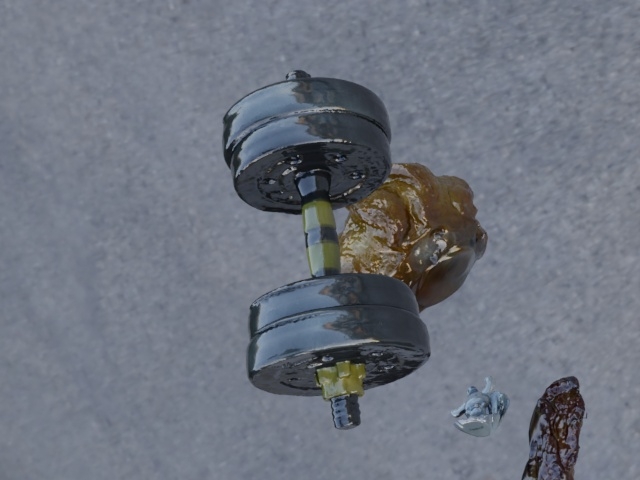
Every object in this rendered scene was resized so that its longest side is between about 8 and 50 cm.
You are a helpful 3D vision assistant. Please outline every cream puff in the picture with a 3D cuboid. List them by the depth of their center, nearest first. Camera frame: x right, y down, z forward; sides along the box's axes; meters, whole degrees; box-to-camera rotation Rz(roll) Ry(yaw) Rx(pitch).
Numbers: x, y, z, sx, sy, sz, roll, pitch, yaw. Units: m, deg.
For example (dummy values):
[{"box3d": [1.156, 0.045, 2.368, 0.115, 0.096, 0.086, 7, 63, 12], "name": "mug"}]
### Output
[{"box3d": [0.128, 0.002, 1.561, 0.155, 0.269, 0.241, 38, 124, 37], "name": "cream puff"}]

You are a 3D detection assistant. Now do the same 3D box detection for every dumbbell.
[{"box3d": [0.000, 0.000, 1.102, 0.185, 0.185, 0.388, -32, 57, 45], "name": "dumbbell"}]

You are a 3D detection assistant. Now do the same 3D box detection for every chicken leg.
[{"box3d": [0.331, 0.353, 1.553, 0.083, 0.177, 0.322, 5, 68, 18], "name": "chicken leg"}]

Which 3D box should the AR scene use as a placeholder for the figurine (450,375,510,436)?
[{"box3d": [0.252, 0.268, 1.737, 0.094, 0.086, 0.082, -20, 134, 33], "name": "figurine"}]
